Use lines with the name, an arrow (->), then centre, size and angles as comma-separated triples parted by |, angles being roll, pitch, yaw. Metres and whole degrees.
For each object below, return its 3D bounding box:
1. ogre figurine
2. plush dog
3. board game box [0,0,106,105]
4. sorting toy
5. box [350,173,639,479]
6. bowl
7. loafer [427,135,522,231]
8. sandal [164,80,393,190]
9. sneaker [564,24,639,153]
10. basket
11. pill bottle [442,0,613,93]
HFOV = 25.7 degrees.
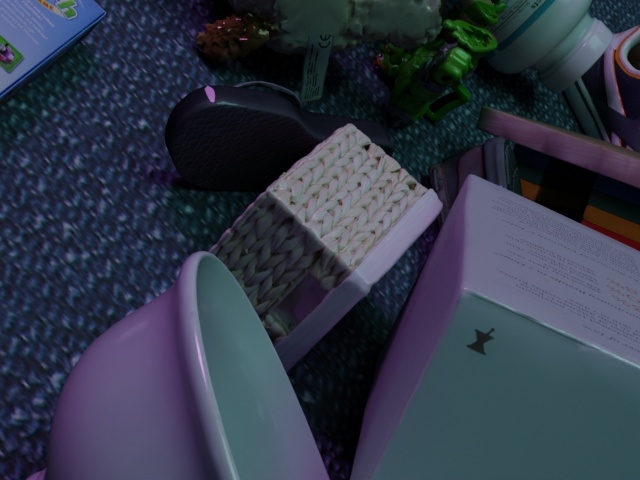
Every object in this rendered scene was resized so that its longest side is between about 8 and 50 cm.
ogre figurine -> 0.117, -0.175, 1.346 | 0.097, 0.118, 0.197 | 27, 37, -24
plush dog -> -0.038, -0.268, 1.247 | 0.262, 0.210, 0.225 | 50, 8, -41
board game box -> -0.259, -0.169, 0.979 | 0.160, 0.039, 0.211 | 44, 34, -7
sorting toy -> 0.311, -0.034, 1.352 | 0.255, 0.089, 0.257 | 9, 12, -45
box -> 0.154, 0.102, 0.916 | 0.215, 0.168, 0.345 | 25, 14, 1
bowl -> -0.066, 0.165, 0.725 | 0.298, 0.134, 0.298 | -22, 90, -87
loafer -> 0.131, 0.019, 1.222 | 0.267, 0.084, 0.096 | -81, 153, -46
sandal -> -0.038, -0.082, 1.105 | 0.254, 0.097, 0.054 | 9, 50, -58
sneaker -> 0.386, -0.104, 1.581 | 0.126, 0.127, 0.321 | 7, 53, -47
basket -> 0.000, 0.000, 1.042 | 0.103, 0.113, 0.167 | 45, 33, 2
pill bottle -> 0.192, -0.281, 1.517 | 0.264, 0.146, 0.146 | 44, 33, -9
